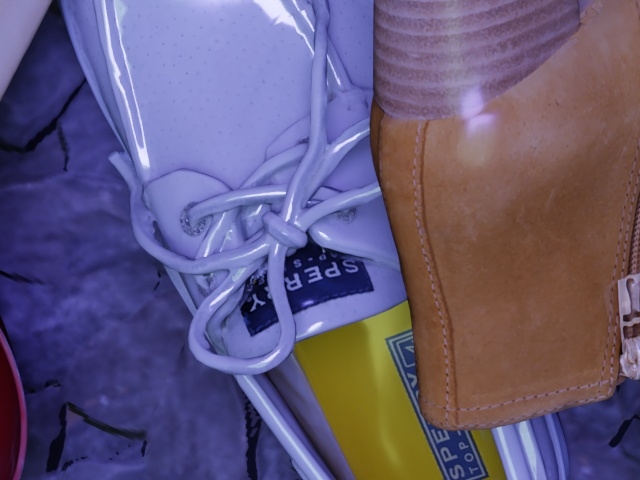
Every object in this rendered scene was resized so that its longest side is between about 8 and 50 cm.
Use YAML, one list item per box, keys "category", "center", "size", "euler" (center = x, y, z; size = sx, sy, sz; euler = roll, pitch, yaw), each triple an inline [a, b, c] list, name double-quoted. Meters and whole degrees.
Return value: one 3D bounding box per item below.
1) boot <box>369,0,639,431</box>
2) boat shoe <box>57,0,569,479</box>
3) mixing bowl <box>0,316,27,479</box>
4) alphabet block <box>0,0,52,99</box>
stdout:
- category: "boot"
  center: [0.140, -0.063, 0.607]
  size: [0.295, 0.104, 0.211]
  euler: [-23, 120, -26]
- category: "boat shoe"
  center: [-0.007, 0.005, 0.648]
  size: [0.136, 0.156, 0.367]
  euler: [-22, 103, 12]
- category: "mixing bowl"
  center: [-0.209, 0.056, 0.711]
  size: [0.181, 0.098, 0.181]
  euler: [0, 107, 0]
- category: "alphabet block"
  center: [-0.226, -0.101, 0.562]
  size: [0.193, 0.192, 0.197]
  euler: [9, 64, 29]
